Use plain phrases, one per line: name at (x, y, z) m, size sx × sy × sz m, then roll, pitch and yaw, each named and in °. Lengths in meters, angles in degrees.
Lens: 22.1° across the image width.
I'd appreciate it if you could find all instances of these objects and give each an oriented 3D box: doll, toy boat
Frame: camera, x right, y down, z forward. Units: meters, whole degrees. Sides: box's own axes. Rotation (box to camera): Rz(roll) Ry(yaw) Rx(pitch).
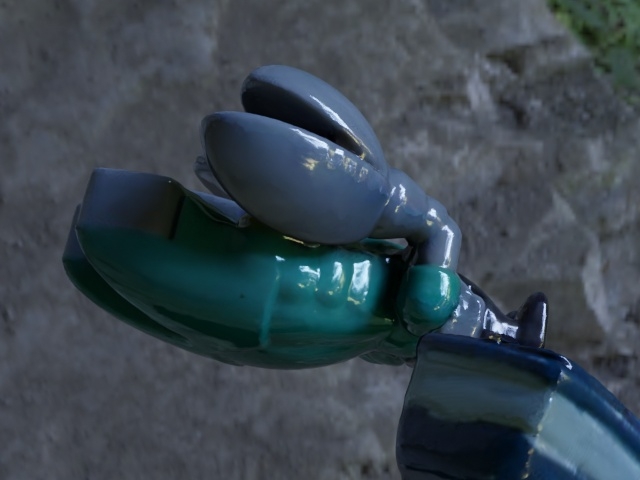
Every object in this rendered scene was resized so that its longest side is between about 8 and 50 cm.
doll at (-0.012, 0.005, 0.914) m, size 0.195 × 0.258 × 0.153 m, roll -17°, pitch 53°, yaw 44°
toy boat at (0.122, 0.136, 0.721) m, size 0.096 × 0.299 × 0.062 m, roll 6°, pitch 63°, yaw 36°
